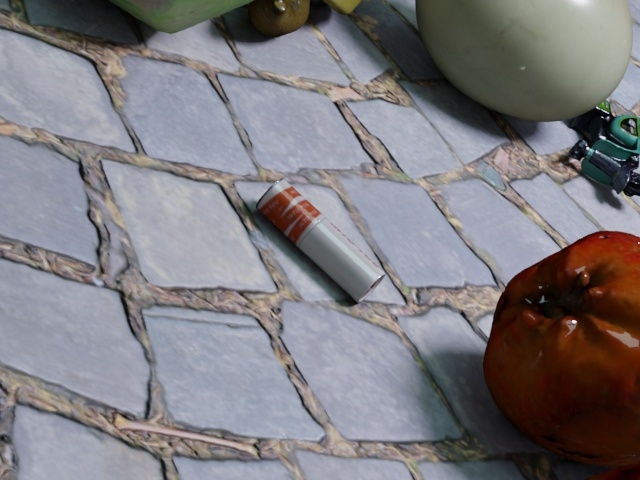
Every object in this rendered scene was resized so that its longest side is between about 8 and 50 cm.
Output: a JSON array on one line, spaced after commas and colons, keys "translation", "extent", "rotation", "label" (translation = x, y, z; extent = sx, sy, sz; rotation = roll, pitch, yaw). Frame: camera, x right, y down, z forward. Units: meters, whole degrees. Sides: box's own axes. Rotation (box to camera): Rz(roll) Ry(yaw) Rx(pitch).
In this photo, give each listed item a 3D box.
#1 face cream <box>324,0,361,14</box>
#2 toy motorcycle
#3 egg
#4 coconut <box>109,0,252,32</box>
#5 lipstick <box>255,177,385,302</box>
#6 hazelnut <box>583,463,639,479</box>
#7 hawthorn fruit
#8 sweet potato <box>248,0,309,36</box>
[{"translation": [0.014, -0.381, 2.125], "extent": [0.218, 0.179, 0.218], "rotation": [44, 8, -8], "label": "face cream"}, {"translation": [0.337, -0.107, 2.280], "extent": [0.100, 0.058, 0.173], "rotation": [25, 30, -7], "label": "toy motorcycle"}, {"translation": [0.229, -0.250, 2.200], "extent": [0.269, 0.219, 0.219], "rotation": [43, 27, -22], "label": "egg"}, {"translation": [-0.140, -0.354, 1.896], "extent": [0.328, 0.328, 0.281], "rotation": [45, 2, 14], "label": "coconut"}, {"translation": [0.000, 0.000, 1.788], "extent": [0.130, 0.038, 0.038], "rotation": [43, 30, 9], "label": "lipstick"}, {"translation": [0.260, 0.278, 1.532], "extent": [0.251, 0.217, 0.217], "rotation": [11, 32, 2], "label": "hazelnut"}, {"translation": [0.284, 0.112, 1.788], "extent": [0.299, 0.211, 0.211], "rotation": [25, 29, -48], "label": "hawthorn fruit"}, {"translation": [-0.045, -0.262, 2.092], "extent": [0.069, 0.059, 0.249], "rotation": [39, 19, -18], "label": "sweet potato"}]
